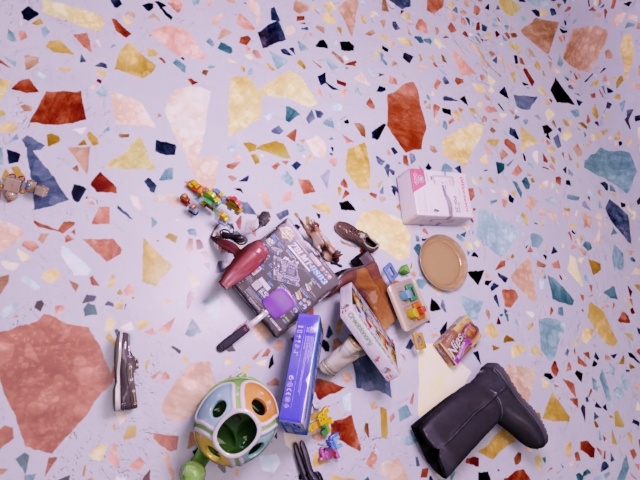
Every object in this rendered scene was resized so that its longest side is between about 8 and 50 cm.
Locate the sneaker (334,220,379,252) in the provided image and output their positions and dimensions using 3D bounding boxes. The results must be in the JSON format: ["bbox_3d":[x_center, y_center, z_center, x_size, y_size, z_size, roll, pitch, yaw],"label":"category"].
[{"bbox_3d":[0.145,-0.022,2.053,0.188,0.071,0.066,32,63,-13],"label":"sneaker"}]

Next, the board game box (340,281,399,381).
[{"bbox_3d":[0.166,0.312,1.858,0.305,0.053,0.193,55,15,-19],"label":"board game box"}]

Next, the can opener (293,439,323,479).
[{"bbox_3d":[-0.045,0.736,1.734,0.059,0.073,0.186,-27,81,9],"label":"can opener"}]

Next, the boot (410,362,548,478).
[{"bbox_3d":[0.586,0.712,1.970,0.445,0.146,0.367,-28,76,-33],"label":"boot"}]

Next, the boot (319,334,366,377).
[{"bbox_3d":[0.089,0.402,1.875,0.165,0.213,0.077,-43,68,8],"label":"boot"}]

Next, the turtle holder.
[{"bbox_3d":[-0.275,0.545,1.573,0.320,0.227,0.244,-18,90,-10],"label":"turtle holder"}]

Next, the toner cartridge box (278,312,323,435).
[{"bbox_3d":[-0.055,0.425,1.728,0.075,0.165,0.348,5,59,9],"label":"toner cartridge box"}]

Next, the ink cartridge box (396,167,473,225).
[{"bbox_3d":[0.472,-0.177,2.230,0.282,0.117,0.208,1,73,-24],"label":"ink cartridge box"}]

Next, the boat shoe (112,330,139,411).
[{"bbox_3d":[-0.570,0.381,1.588,0.068,0.081,0.228,3,79,-27],"label":"boat shoe"}]

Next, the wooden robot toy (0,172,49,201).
[{"bbox_3d":[-0.915,-0.152,1.623,0.173,0.076,0.079,16,102,-20],"label":"wooden robot toy"}]

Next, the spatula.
[{"bbox_3d":[-0.217,0.265,1.755,0.296,0.030,0.084,-37,91,-6],"label":"spatula"}]

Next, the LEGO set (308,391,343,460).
[{"bbox_3d":[-0.006,0.621,1.764,0.093,0.087,0.227,-17,80,-28],"label":"LEGO set"}]

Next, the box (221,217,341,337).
[{"bbox_3d":[-0.132,0.125,1.834,0.293,0.073,0.296,-41,92,-14],"label":"box"}]

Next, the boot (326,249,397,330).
[{"bbox_3d":[0.157,0.217,1.993,0.264,0.096,0.281,-37,99,-36],"label":"boot"}]

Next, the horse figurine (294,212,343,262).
[{"bbox_3d":[0.000,0.000,1.884,0.066,0.174,0.263,-37,54,0],"label":"horse figurine"}]

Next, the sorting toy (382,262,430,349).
[{"bbox_3d":[0.346,0.238,2.041,0.196,0.047,0.348,-11,77,-52],"label":"sorting toy"}]

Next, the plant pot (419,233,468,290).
[{"bbox_3d":[0.497,0.091,2.203,0.236,0.032,0.237,8,69,-23],"label":"plant pot"}]

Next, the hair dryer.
[{"bbox_3d":[-0.268,0.041,1.764,0.080,0.223,0.294,56,29,-38],"label":"hair dryer"}]

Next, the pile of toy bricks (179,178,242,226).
[{"bbox_3d":[-0.373,-0.141,1.805,0.212,0.105,0.118,31,60,8],"label":"pile of toy bricks"}]

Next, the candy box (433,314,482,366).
[{"bbox_3d":[0.537,0.390,2.111,0.186,0.053,0.109,-36,91,-31],"label":"candy box"}]
